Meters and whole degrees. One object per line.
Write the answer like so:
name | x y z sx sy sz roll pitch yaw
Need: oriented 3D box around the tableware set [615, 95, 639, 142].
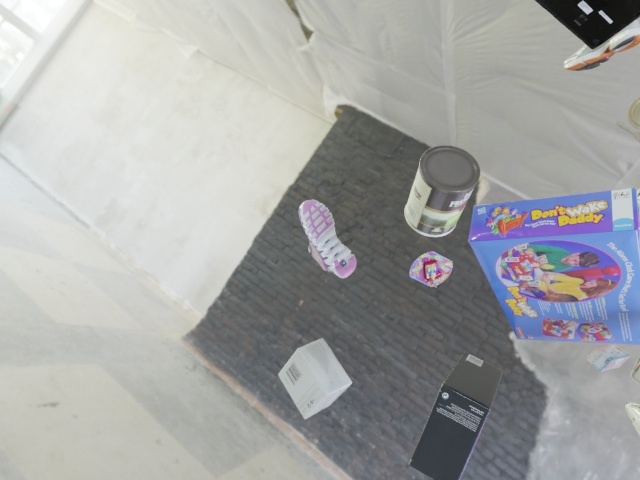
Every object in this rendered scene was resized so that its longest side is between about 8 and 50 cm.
tableware set | 0.834 -0.279 1.161 0.194 0.128 0.039 40 36 12

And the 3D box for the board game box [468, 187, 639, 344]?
board game box | 0.426 0.065 0.842 0.233 0.078 0.347 -4 -39 34

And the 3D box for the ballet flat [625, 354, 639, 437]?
ballet flat | 0.519 0.241 0.738 0.083 0.247 0.087 22 -9 -30

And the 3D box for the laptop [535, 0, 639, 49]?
laptop | 0.610 -0.584 1.007 0.234 0.137 0.264 25 -35 -23

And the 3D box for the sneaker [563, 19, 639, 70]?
sneaker | 0.938 -0.667 1.625 0.099 0.121 0.262 -3 -9 -31

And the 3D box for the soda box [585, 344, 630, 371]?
soda box | 0.966 0.393 1.628 0.183 0.058 0.063 6 33 -41

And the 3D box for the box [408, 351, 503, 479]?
box | 0.294 0.366 1.022 0.103 0.184 0.261 26 13 23

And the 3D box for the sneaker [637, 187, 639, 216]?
sneaker | 0.915 -0.175 1.331 0.169 0.447 0.258 4 -64 54

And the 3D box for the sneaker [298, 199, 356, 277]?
sneaker | 0.000 0.000 1.337 0.104 0.095 0.236 -5 -61 59

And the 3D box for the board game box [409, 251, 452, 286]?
board game box | 0.421 0.117 1.814 0.168 0.133 0.033 26 25 -25

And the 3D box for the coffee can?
coffee can | 0.420 -0.168 1.709 0.201 0.201 0.275 33 -28 17

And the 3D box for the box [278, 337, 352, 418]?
box | -0.022 0.458 1.612 0.119 0.181 0.182 -14 57 -41
